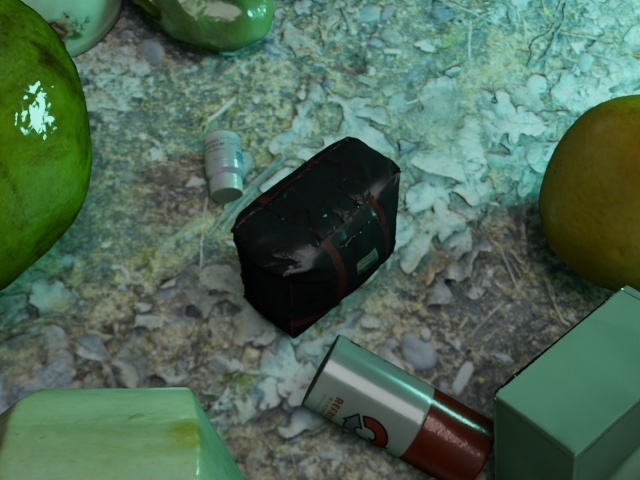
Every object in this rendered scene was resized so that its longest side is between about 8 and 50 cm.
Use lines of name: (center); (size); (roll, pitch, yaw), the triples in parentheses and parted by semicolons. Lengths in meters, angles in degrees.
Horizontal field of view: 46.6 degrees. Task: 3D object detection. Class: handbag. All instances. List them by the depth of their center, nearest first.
handbag: (0.000, 0.000, 0.919); (0.155, 0.169, 0.215); (40, 66, 22)

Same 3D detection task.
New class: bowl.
bowl: (-0.415, -0.393, 1.023); (0.277, 0.145, 0.277); (4, 68, -10)

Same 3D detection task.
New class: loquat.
loquat: (0.425, -0.061, 0.998); (0.274, 0.275, 0.275); (5, 66, -10)

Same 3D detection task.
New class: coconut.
coconut: (-0.192, 0.282, 0.691); (0.322, 0.323, 0.323); (5, 66, -10)

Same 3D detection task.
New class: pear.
pear: (-0.431, -0.102, 0.788); (0.351, 0.352, 0.414); (20, 66, -3)

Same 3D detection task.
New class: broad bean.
broad bean: (-0.178, -0.361, 1.083); (0.227, 0.100, 0.169); (5, 72, -12)

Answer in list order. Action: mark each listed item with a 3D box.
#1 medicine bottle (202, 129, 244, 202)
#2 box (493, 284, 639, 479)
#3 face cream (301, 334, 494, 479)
medicine bottle: (-0.130, -0.100, 0.999); (0.052, 0.052, 0.089); (-3, 67, -13)
box: (0.311, 0.208, 0.850); (0.225, 0.225, 0.117); (-32, 43, -22)
face cream: (0.092, 0.205, 0.887); (0.214, 0.096, 0.096); (29, 64, 1)
